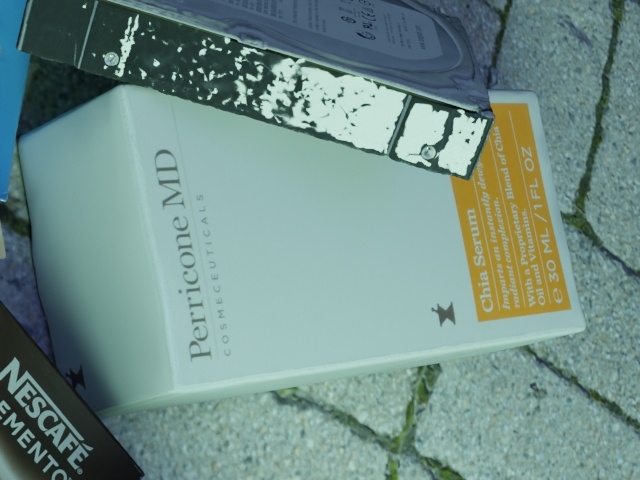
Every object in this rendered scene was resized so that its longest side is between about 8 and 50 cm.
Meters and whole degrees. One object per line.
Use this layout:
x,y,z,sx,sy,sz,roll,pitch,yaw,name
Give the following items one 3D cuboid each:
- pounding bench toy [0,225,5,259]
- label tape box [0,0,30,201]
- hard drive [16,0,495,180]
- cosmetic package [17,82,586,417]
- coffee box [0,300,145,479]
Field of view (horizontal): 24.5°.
-0.274,-0.004,1.040,0.083,0.065,0.052,-5,81,-42,pounding bench toy
-0.331,-0.201,1.018,0.348,0.115,0.249,21,64,-34,label tape box
-0.045,-0.161,1.125,0.339,0.064,0.237,15,25,-8,hard drive
0.000,0.000,1.215,0.453,0.161,0.230,-5,81,-41,cosmetic package
-0.276,0.198,0.941,0.168,0.119,0.297,52,50,-14,coffee box
